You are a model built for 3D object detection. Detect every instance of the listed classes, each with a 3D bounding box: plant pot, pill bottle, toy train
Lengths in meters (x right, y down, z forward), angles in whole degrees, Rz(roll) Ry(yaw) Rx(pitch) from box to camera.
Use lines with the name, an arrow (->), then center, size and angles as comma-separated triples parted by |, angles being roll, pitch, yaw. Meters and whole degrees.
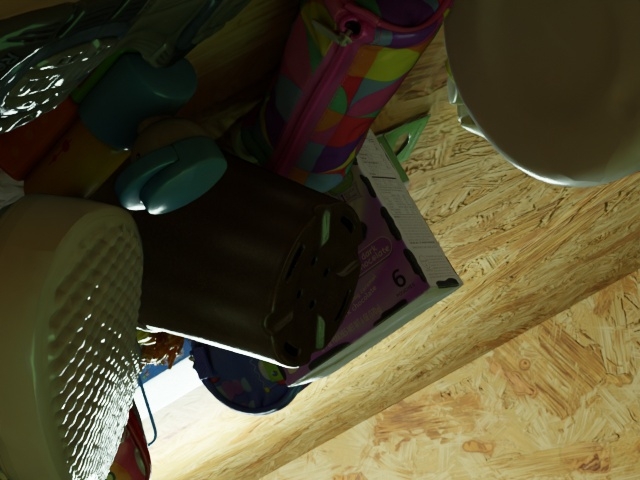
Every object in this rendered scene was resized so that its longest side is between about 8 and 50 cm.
plant pot -> -0.069, 0.010, 0.850 | 0.167, 0.165, 0.167 | -41, 141, -45
pill bottle -> 0.309, -0.192, 0.902 | 0.392, 0.224, 0.224 | -19, 161, -33
toy train -> -0.164, -0.038, 0.704 | 0.248, 0.143, 0.105 | -40, 160, 32

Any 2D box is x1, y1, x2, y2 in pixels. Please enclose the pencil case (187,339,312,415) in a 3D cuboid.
pencil case -> -0.037, 0.092, 1.240 | 0.133, 0.119, 0.306 | -4, -172, 18

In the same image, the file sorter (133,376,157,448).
file sorter -> -0.263, 0.229, 1.316 | 0.105, 0.118, 0.170 | -6, 146, -29

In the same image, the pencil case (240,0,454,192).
pencil case -> 0.013, -0.124, 0.830 | 0.104, 0.104, 0.236 | -22, 162, -25

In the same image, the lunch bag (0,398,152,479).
lunch bag -> -0.300, 0.142, 0.906 | 0.293, 0.120, 0.258 | -24, 119, -9

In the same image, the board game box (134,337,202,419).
board game box -> -0.195, 0.169, 1.462 | 0.211, 0.039, 0.160 | -32, 163, 7

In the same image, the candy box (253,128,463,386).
candy box -> 0.000, 0.000, 1.000 | 0.165, 0.196, 0.070 | -38, 162, 26

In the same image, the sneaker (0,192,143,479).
sneaker -> -0.184, 0.066, 0.636 | 0.150, 0.135, 0.366 | 15, 156, -3

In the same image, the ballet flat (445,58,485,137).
ballet flat -> 0.165, -0.138, 1.116 | 0.077, 0.077, 0.231 | -11, 165, 13

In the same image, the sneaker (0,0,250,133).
sneaker -> -0.105, -0.149, 0.551 | 0.111, 0.129, 0.297 | -40, 179, 28

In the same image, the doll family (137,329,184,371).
doll family -> -0.202, 0.094, 1.084 | 0.163, 0.118, 0.263 | -14, 158, -43

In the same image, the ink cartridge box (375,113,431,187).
ink cartridge box -> 0.024, -0.042, 1.155 | 0.209, 0.062, 0.109 | -24, 163, -17

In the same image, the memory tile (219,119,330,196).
memory tile -> -0.070, -0.024, 0.972 | 0.148, 0.113, 0.012 | -39, -179, 27
